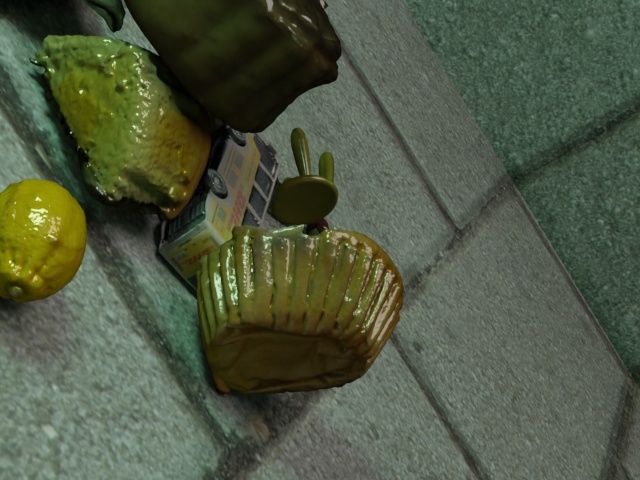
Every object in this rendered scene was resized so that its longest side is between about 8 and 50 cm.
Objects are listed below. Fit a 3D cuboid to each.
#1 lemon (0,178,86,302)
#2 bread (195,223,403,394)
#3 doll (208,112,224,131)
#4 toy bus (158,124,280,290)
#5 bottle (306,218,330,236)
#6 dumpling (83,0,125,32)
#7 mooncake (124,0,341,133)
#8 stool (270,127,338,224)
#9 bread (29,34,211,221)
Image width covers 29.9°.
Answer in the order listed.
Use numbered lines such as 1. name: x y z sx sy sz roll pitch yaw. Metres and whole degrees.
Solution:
1. lemon: -0.301 0.002 1.251 0.114 0.114 0.155 43 27 -34
2. bread: -0.026 0.095 1.518 0.274 0.274 0.149 40 33 -38
3. doll: -0.203 -0.215 1.712 0.105 0.115 0.221 14 22 -33
4. toy bus: -0.137 -0.064 1.693 0.138 0.097 0.342 49 24 -19
5. bottle: 0.001 -0.001 1.969 0.047 0.063 0.101 10 41 -19
6. dumpling: -0.386 -0.436 1.567 0.341 0.181 0.260 20 26 -30
7. mooncake: -0.115 -0.312 1.557 0.324 0.187 0.324 52 15 -20
8. stool: -0.035 -0.099 1.938 0.135 0.134 0.110 101 -21 -47
9. bread: -0.232 -0.156 1.531 0.262 0.162 0.204 61 14 23
